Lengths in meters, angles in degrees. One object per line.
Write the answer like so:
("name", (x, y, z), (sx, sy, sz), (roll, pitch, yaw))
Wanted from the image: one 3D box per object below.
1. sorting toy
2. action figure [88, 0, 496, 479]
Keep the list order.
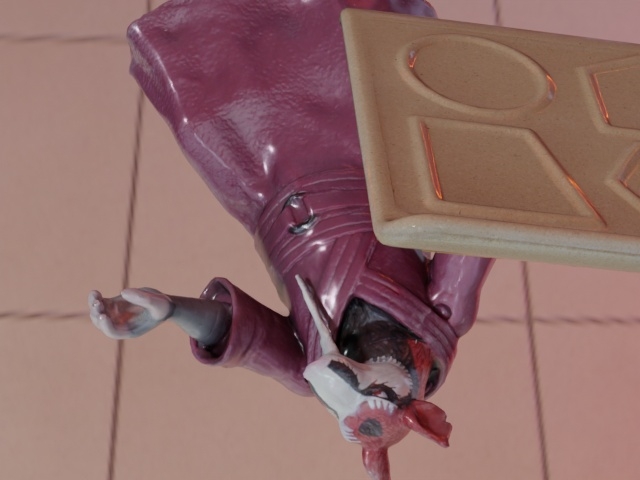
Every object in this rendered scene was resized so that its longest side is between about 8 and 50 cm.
("sorting toy", (0.108, -0.036, 0.740), (0.193, 0.038, 0.208), (6, 30, -9))
("action figure", (0.000, 0.000, 1.097), (0.248, 0.275, 0.370), (-18, 59, 5))
